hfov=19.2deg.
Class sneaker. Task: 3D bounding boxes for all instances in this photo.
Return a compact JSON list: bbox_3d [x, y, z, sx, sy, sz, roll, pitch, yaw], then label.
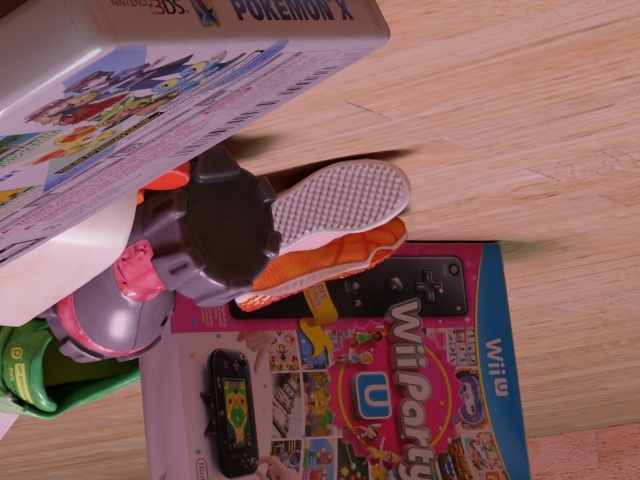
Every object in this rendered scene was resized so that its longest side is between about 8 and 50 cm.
[{"bbox_3d":[0.000,0.000,1.409,0.175,0.067,0.064,-16,176,-45],"label":"sneaker"},{"bbox_3d":[-0.265,0.093,1.567,0.295,0.109,0.123,-12,-171,-11],"label":"sneaker"},{"bbox_3d":[0.007,-0.025,1.320,0.134,0.051,0.070,-21,-179,21],"label":"sneaker"}]

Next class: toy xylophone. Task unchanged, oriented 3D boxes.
[{"bbox_3d":[-0.238,-0.012,1.174,0.236,0.081,0.323,9,163,-32],"label":"toy xylophone"}]

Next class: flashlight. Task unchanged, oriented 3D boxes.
[{"bbox_3d":[-0.114,0.023,1.326,0.103,0.103,0.304,35,160,-15],"label":"flashlight"}]

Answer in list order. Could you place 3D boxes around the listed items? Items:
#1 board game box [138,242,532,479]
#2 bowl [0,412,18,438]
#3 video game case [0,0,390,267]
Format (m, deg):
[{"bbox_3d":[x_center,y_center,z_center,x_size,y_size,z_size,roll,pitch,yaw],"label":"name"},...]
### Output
[{"bbox_3d":[0.010,0.116,1.553,0.303,0.224,0.097,0,165,-26],"label":"board game box"},{"bbox_3d":[-0.329,0.149,1.827,0.053,0.142,0.142,37,-177,11],"label":"bowl"},{"bbox_3d":[-0.158,-0.028,0.877,0.329,0.036,0.300,-28,175,23],"label":"video game case"}]
